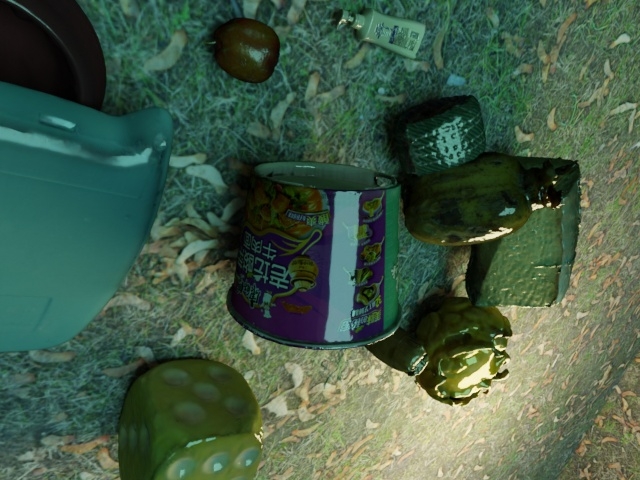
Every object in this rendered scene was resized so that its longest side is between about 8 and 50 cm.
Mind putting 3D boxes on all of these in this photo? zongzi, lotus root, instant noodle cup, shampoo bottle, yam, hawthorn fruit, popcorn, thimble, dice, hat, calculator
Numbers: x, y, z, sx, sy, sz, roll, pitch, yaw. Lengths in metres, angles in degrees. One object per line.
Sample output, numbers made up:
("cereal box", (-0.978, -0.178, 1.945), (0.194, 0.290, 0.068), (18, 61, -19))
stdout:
("zongzi", (0.161, 0.229, 0.900), (0.078, 0.160, 0.176), (-46, 131, -8))
("lotus root", (0.262, -0.069, 0.727), (0.154, 0.278, 0.153), (26, 59, -53))
("instant noodle cup", (0.000, 0.000, 0.611), (0.251, 0.251, 0.190), (-7, 112, -31))
("shampoo bottle", (0.081, -0.288, 0.614), (0.141, 0.034, 0.048), (0, 124, -34))
("yam", (0.383, -0.027, 0.876), (0.201, 0.203, 0.271), (-67, 152, -47))
("hawthorn fruit", (-0.084, -0.219, 0.521), (0.077, 0.077, 0.077), (-17, 125, -26))
("popcorn", (0.308, 0.240, 0.990), (0.250, 0.190, 0.250), (-22, 137, -21))
("thimble", (0.182, -0.163, 0.699), (0.135, 0.118, 0.090), (-21, 113, -2))
("dice", (-0.198, 0.294, 0.686), (0.169, 0.169, 0.166), (8, 112, -37))
("hat", (-0.299, -0.155, 0.394), (0.206, 0.089, 0.205), (-20, 138, -18))
("calculator", (-0.314, 0.008, 0.455), (0.256, 0.054, 0.386), (10, 131, -43))
